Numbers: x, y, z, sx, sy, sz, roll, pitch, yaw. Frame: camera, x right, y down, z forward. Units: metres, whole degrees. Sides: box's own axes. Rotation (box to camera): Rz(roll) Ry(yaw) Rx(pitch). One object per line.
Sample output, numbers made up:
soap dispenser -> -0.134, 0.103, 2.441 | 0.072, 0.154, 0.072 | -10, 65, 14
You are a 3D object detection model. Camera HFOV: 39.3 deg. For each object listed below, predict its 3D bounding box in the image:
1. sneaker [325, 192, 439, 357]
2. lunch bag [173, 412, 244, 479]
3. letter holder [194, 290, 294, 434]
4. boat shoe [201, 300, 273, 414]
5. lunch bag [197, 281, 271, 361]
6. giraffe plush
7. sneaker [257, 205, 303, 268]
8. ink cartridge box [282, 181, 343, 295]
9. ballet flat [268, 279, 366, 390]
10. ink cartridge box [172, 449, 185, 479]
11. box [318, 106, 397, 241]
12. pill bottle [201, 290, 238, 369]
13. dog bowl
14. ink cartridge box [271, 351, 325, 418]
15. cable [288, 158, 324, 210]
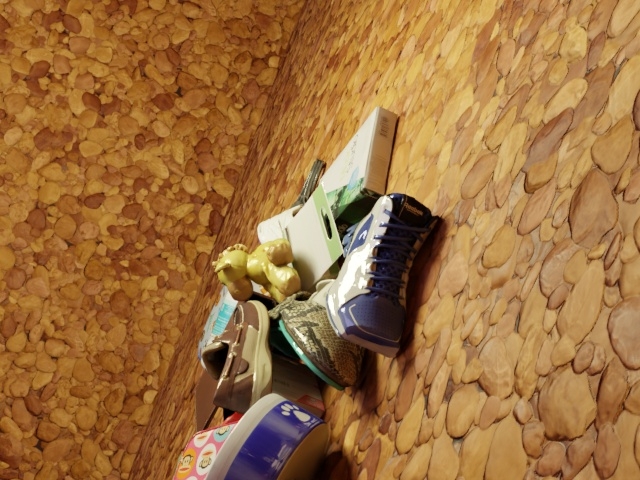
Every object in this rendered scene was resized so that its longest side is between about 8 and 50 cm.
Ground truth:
sneaker -> 0.107, 0.022, 1.495 | 0.315, 0.128, 0.182 | -82, 17, -49
lunch bag -> -0.173, 0.456, 1.759 | 0.293, 0.120, 0.258 | -22, 45, 44
letter holder -> -0.159, 0.301, 2.019 | 0.301, 0.152, 0.214 | -63, 17, 18
boat shoe -> -0.162, 0.212, 1.690 | 0.342, 0.123, 0.123 | -102, 21, -62
lunch bag -> -0.242, 0.227, 2.521 | 0.303, 0.115, 0.243 | -68, 16, 3
giraffe plush -> -0.146, 0.066, 1.966 | 0.181, 0.171, 0.210 | 88, 166, -58
sneaker -> -0.066, 0.025, 2.154 | 0.152, 0.114, 0.305 | -33, 41, 13
ink cartridge box -> 0.000, 0.000, 1.930 | 0.235, 0.056, 0.171 | -47, 54, 53
ballet flat -> 0.000, 0.150, 1.687 | 0.182, 0.164, 0.483 | -51, 10, -8
ink cartridge box -> -0.249, 0.572, 1.925 | 0.093, 0.154, 0.212 | -53, 21, 46
box -> 0.064, -0.120, 2.013 | 0.322, 0.059, 0.232 | 129, 158, -53
pill bottle -> -0.211, 0.264, 2.272 | 0.146, 0.146, 0.264 | -176, 107, -75
dog bowl -> -0.094, 0.394, 1.479 | 0.265, 0.104, 0.264 | -54, -20, -31
ink cartridge box -> -0.067, 0.294, 1.751 | 0.067, 0.115, 0.198 | -64, 14, 12
cable -> -0.038, -0.085, 2.408 | 0.139, 0.072, 0.287 | 103, -168, -54
